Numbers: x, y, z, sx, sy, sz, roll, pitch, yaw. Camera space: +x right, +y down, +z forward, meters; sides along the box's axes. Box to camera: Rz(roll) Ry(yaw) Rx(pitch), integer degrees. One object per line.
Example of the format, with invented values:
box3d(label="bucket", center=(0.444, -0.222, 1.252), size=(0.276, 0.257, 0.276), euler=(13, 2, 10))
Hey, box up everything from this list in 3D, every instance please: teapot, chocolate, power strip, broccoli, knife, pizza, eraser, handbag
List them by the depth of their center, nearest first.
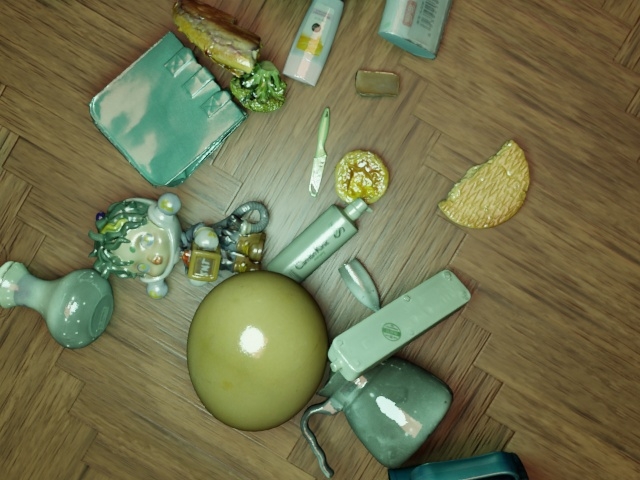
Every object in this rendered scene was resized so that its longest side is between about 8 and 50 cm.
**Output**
box3d(label="power strip", center=(0.165, 0.182, 1.780), size=(0.385, 0.062, 0.091), euler=(-28, 69, -32))
box3d(label="pizza", center=(-0.226, -0.439, 1.807), size=(0.305, 0.161, 0.086), euler=(44, 121, 36))
box3d(label="eraser", center=(0.221, -0.530, 1.812), size=(0.081, 0.174, 0.227), euler=(17, 93, 42))
box3d(label="broccoli", center=(-0.133, -0.342, 1.840), size=(0.131, 0.120, 0.130), euler=(-28, 72, -35))
box3d(label="teapot", center=(0.101, 0.355, 1.846), size=(0.285, 0.223, 0.305), euler=(42, 120, 6))
box3d(label="teapot", center=(-0.597, 0.129, 1.859), size=(0.250, 0.183, 0.184), euler=(17, 93, 12))
box3d(label="handbag", center=(-0.337, -0.281, 1.864), size=(0.274, 0.100, 0.269), euler=(-45, 87, 2))
box3d(label="chocolate", center=(0.127, -0.350, 1.879), size=(0.100, 0.031, 0.065), euler=(1, 75, -2))
box3d(label="knife", center=(0.001, -0.200, 1.898), size=(0.030, 0.014, 0.207), euler=(11, 94, 1))

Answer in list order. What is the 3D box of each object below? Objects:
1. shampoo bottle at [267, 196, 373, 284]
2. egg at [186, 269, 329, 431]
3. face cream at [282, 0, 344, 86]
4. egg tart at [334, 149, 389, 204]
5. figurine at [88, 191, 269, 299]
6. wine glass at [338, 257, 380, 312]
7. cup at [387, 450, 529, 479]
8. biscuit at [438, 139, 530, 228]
box3d(label="shampoo bottle", center=(0.000, 0.000, 1.858), size=(0.262, 0.085, 0.085), euler=(-42, 91, 9))
box3d(label="egg", center=(-0.134, 0.237, 1.771), size=(0.301, 0.301, 0.374), euler=(10, 133, 1))
box3d(label="face cream", center=(-0.014, -0.450, 1.864), size=(0.084, 0.057, 0.198), euler=(21, 92, 1))
box3d(label="egg tart", center=(0.089, -0.141, 1.879), size=(0.130, 0.052, 0.130), euler=(0, 94, 1))
box3d(label="figurine", center=(-0.319, 0.017, 1.836), size=(0.381, 0.186, 0.261), euler=(11, 104, -5))
box3d(label="wine glass", center=(0.112, 0.132, 1.889), size=(0.066, 0.066, 0.198), euler=(-33, 89, 3))
box3d(label="cup", center=(0.305, 0.568, 1.809), size=(0.292, 0.242, 0.308), euler=(-8, 105, 0))
box3d(label="biscuit", center=(0.388, -0.110, 1.883), size=(0.224, 0.033, 0.144), euler=(-45, 93, 3))
